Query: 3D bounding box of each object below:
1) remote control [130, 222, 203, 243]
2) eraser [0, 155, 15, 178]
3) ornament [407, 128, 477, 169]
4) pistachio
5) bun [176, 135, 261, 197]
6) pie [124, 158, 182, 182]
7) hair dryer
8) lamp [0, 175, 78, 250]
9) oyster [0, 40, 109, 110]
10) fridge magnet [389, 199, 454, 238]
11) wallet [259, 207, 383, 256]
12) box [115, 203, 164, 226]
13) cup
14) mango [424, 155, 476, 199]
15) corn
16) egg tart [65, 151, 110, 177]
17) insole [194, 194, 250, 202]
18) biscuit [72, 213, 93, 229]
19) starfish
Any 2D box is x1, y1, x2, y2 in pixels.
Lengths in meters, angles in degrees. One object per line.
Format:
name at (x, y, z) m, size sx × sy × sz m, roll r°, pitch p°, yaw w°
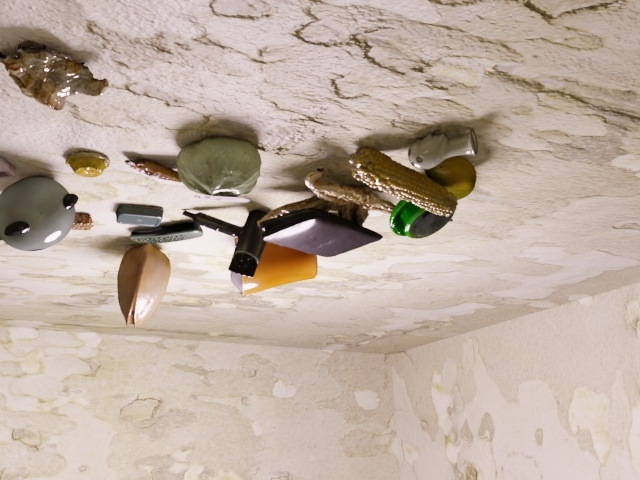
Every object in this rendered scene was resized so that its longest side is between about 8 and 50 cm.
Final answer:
remote control at (-0.450, -0.019, 2.401) m, size 0.222 × 0.042 × 0.072 m, roll -6°, pitch 161°, yaw 15°
eraser at (-0.761, -0.174, 1.908) m, size 0.065 × 0.026 × 0.105 m, roll -3°, pitch 162°, yaw 9°
ornament at (0.277, -0.211, 1.882) m, size 0.156 × 0.075 × 0.081 m, roll -10°, pitch 118°, yaw 21°
pistachio at (-0.554, 0.140, 2.536) m, size 0.163 × 0.260 × 0.212 m, roll 8°, pitch 168°, yaw 1°
bun at (-0.234, -0.160, 1.889) m, size 0.196 × 0.118 × 0.195 m, roll 1°, pitch 163°, yaw 0°
pie at (-0.382, -0.164, 1.975) m, size 0.191 × 0.033 × 0.088 m, roll 18°, pitch 167°, yaw -20°
hair dryer at (-0.274, -0.015, 2.271) m, size 0.248 × 0.195 × 0.078 m, roll 19°, pitch 147°, yaw -1°
lamp at (-0.714, -0.065, 2.017) m, size 0.198 × 0.197 × 0.244 m, roll 12°, pitch 173°, yaw -37°
oyster at (-0.487, -0.295, 1.502) m, size 0.191 × 0.081 × 0.163 m, roll -3°, pitch 158°, yaw -10°
fridge magnet at (0.279, -0.079, 2.189) m, size 0.208 × 0.088 × 0.208 m, roll -22°, pitch 148°, yaw -15°
wallet at (0.006, -0.015, 2.214) m, size 0.197 × 0.051 × 0.378 m, roll -19°, pitch 161°, yaw 28°
box at (-0.499, -0.067, 2.261) m, size 0.126 × 0.031 × 0.091 m, roll 6°, pitch 160°, yaw -21°
cup at (-0.153, 0.062, 2.540) m, size 0.264 × 0.182 × 0.226 m, roll -6°, pitch -164°, yaw -11°
mango at (0.323, -0.156, 2.026) m, size 0.122 × 0.085 × 0.191 m, roll 1°, pitch 163°, yaw 15°
corn at (0.195, -0.138, 1.961) m, size 0.288 × 0.086 × 0.086 m, roll 25°, pitch 154°, yaw -13°
egg tart at (-0.544, -0.175, 1.919) m, size 0.105 × 0.039 × 0.105 m, roll -4°, pitch 161°, yaw -1°
insole at (-0.227, -0.096, 1.897) m, size 0.135 × 0.002 × 0.045 m, roll 5°, pitch 165°, yaw -29°
biscuit at (-0.733, -0.051, 2.273) m, size 0.199 × 0.034 × 0.064 m, roll -1°, pitch 162°, yaw -9°
starfish at (0.016, -0.092, 2.169) m, size 0.324 × 0.082 × 0.432 m, roll -16°, pitch 165°, yaw 39°
